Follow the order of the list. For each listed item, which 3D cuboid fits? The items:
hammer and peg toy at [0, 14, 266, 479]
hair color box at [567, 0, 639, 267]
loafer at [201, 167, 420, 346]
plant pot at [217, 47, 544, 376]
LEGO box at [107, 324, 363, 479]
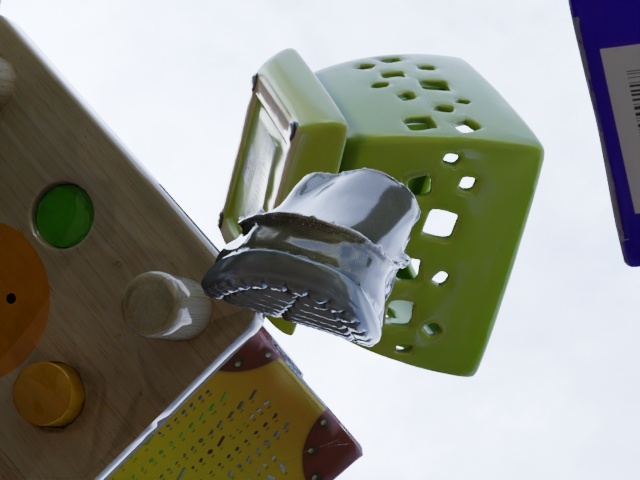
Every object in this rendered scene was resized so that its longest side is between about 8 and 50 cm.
[{"bbox_3d":[-0.236,0.004,1.082,0.266,0.127,0.361,-45,-105,8],"label":"hammer and peg toy"},{"bbox_3d":[0.233,-0.152,1.123,0.110,0.339,0.185,-5,-60,20],"label":"hair color box"},{"bbox_3d":[0.000,0.000,0.942,0.094,0.251,0.087,18,-91,2],"label":"loafer"},{"bbox_3d":[0.038,-0.036,1.587,0.227,0.207,0.228,-120,-138,-61],"label":"plant pot"},{"bbox_3d":[-0.263,0.201,1.564,0.500,0.193,0.372,-41,-148,-3],"label":"LEGO box"}]
